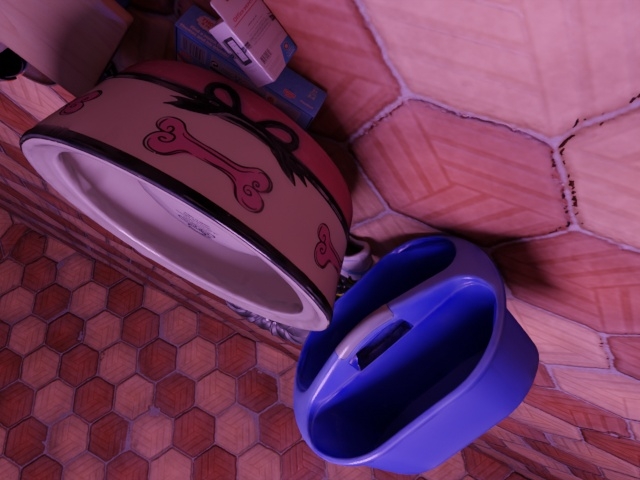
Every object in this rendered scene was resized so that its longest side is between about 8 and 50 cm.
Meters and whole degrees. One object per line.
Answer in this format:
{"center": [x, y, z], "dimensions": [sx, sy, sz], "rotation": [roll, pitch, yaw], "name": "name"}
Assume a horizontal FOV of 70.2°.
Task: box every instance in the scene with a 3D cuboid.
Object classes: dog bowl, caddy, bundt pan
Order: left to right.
{"center": [-0.139, -0.047, 0.583], "dimensions": [0.407, 0.151, 0.408], "rotation": [24, 160, 10], "name": "dog bowl"}
{"center": [-0.113, 0.168, 1.184], "dimensions": [0.330, 0.124, 0.331], "rotation": [24, 158, 10], "name": "bundt pan"}
{"center": [0.106, 0.149, 0.611], "dimensions": [0.179, 0.341, 0.241], "rotation": [35, -162, -34], "name": "caddy"}

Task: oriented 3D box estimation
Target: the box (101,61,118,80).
{"center": [-0.319, -0.242, 0.646], "dimensions": [0.067, 0.018, 0.083], "rotation": [25, 159, 7], "name": "box"}

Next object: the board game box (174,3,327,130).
{"center": [-0.097, -0.153, 0.548], "dimensions": [0.160, 0.039, 0.211], "rotation": [32, 158, -8], "name": "board game box"}

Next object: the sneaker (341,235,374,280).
{"center": [0.000, 0.000, 0.755], "dimensions": [0.190, 0.072, 0.083], "rotation": [14, 150, 13], "name": "sneaker"}

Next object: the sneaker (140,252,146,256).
{"center": [-0.313, -0.024, 0.999], "dimensions": [0.318, 0.127, 0.208], "rotation": [15, 159, 9], "name": "sneaker"}

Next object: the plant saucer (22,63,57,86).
{"center": [-0.449, -0.305, 0.640], "dimensions": [0.198, 0.036, 0.199], "rotation": [24, 158, 10], "name": "plant saucer"}

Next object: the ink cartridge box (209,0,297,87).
{"center": [-0.065, -0.189, 0.413], "dimensions": [0.028, 0.048, 0.083], "rotation": [3, 146, 47], "name": "ink cartridge box"}

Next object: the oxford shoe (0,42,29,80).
{"center": [-0.471, -0.244, 0.632], "dimensions": [0.098, 0.097, 0.271], "rotation": [32, 159, -27], "name": "oxford shoe"}

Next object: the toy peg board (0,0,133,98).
{"center": [-0.290, -0.269, 0.502], "dimensions": [0.161, 0.079, 0.160], "rotation": [38, 141, -25], "name": "toy peg board"}

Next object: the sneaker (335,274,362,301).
{"center": [0.032, 0.109, 0.861], "dimensions": [0.343, 0.134, 0.146], "rotation": [30, 174, 14], "name": "sneaker"}
